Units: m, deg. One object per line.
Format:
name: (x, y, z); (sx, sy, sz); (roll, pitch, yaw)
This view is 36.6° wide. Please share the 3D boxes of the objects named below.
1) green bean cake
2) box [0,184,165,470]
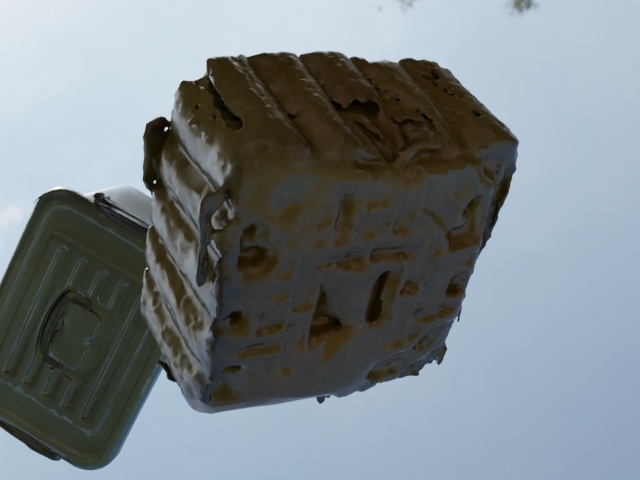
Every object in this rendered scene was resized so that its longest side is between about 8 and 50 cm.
green bean cake: (0.000, 0.000, 0.646); (0.224, 0.230, 0.131); (-7, -141, -28)
box: (-0.198, 0.066, 0.885); (0.163, 0.243, 0.135); (29, -162, 4)
